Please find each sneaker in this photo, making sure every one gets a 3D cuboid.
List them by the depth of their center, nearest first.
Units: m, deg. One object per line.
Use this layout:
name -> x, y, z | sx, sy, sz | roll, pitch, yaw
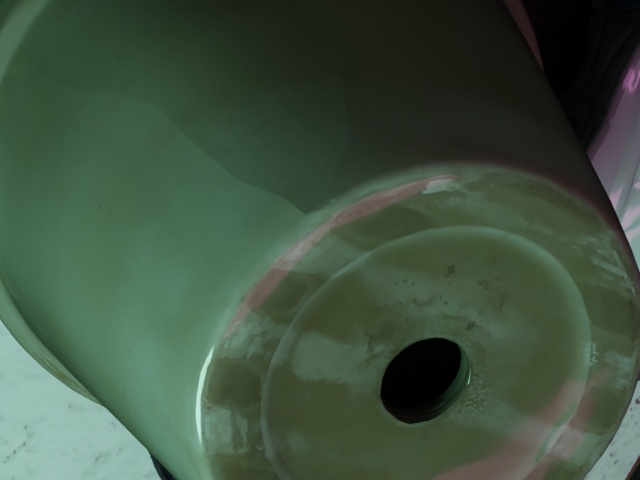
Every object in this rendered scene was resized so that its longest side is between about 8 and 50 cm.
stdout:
sneaker -> 0.219, -0.098, 0.827 | 0.129, 0.111, 0.297 | 21, 107, -19

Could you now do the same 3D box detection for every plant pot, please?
plant pot -> 0.000, 0.000, 0.647 | 0.323, 0.280, 0.323 | -9, 119, -16

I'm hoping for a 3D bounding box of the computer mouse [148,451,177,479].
computer mouse -> -0.027, 0.036, 0.856 | 0.262, 0.060, 0.184 | -37, 126, 3
